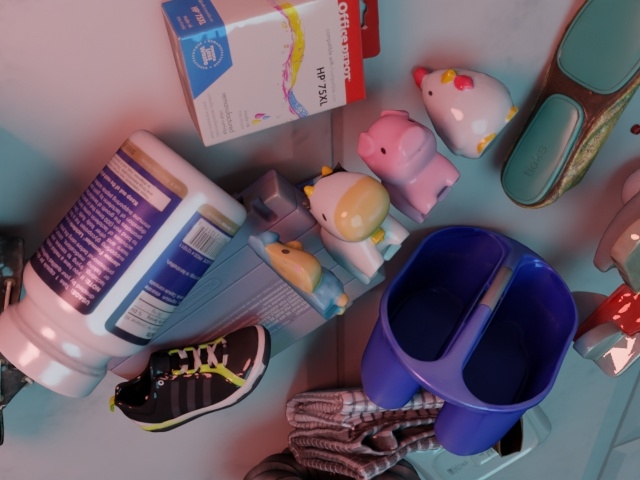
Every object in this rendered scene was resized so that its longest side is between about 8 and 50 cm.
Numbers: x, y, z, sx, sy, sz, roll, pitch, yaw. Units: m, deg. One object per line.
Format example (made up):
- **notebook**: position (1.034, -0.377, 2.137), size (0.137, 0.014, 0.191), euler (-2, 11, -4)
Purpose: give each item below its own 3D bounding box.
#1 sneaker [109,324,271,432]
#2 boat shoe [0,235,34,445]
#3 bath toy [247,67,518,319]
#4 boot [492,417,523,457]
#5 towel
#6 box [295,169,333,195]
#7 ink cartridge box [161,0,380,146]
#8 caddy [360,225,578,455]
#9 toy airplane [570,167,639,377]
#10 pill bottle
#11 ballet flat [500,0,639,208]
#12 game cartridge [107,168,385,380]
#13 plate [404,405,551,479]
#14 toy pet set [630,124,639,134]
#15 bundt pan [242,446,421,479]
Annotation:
- **sneaker**: position (-0.168, 0.172, 1.014), size (0.235, 0.084, 0.097), euler (-34, 132, 19)
- **boat shoe**: position (-0.383, 0.139, 0.945), size (0.119, 0.121, 0.335), euler (-3, 129, -19)
- **bath toy**: position (0.079, -0.077, 0.909), size (0.348, 0.129, 0.151), euler (-46, 171, -18)
- **boot**: position (0.312, 0.239, 1.380), size (0.112, 0.115, 0.305), euler (-13, 122, -8)
- **towel**: position (0.098, 0.278, 1.228), size (0.235, 0.121, 0.284), euler (-3, 170, -22)
- **box**: position (0.000, 0.000, 1.068), size (0.109, 0.042, 0.178), euler (-24, 136, -2)
- **ink cartridge box**: position (-0.032, -0.201, 0.841), size (0.231, 0.078, 0.134), euler (-19, 136, -11)
- **caddy**: position (0.204, 0.115, 1.092), size (0.341, 0.241, 0.179), euler (-47, 165, -47)
- **toy airplane**: position (0.506, 0.025, 1.194), size (0.385, 0.272, 0.386), euler (-12, 159, -18)
- **pill bottle**: position (-0.214, 0.027, 0.860), size (0.264, 0.153, 0.153), euler (-51, 134, -2)
- **ballet flat**: position (0.345, -0.193, 1.029), size (0.123, 0.123, 0.348), euler (4, 127, -30)
- **game cartridge**: position (-0.118, 0.077, 1.034), size (0.355, 0.068, 0.230), euler (-35, 137, 19)
- **plate**: position (0.318, 0.401, 1.598), size (0.278, 0.045, 0.277), euler (-32, 137, 4)
- **toy pet set**: position (0.533, -0.145, 1.187), size (0.114, 0.065, 0.122), euler (-37, 136, 9)
- **bundt pan**: position (0.019, 0.413, 1.299), size (0.331, 0.331, 0.124), euler (-4, 95, -24)
